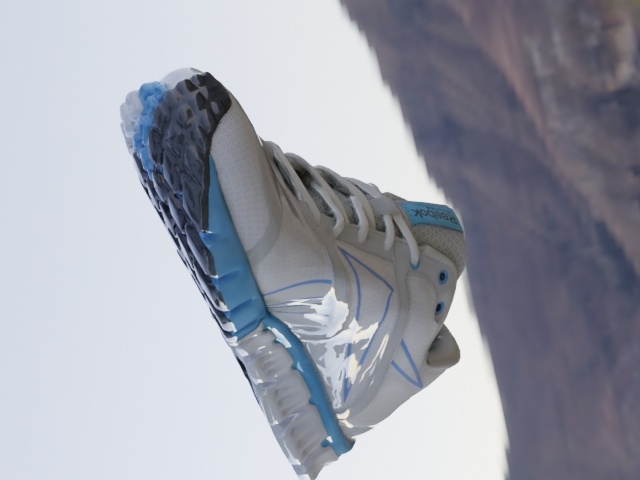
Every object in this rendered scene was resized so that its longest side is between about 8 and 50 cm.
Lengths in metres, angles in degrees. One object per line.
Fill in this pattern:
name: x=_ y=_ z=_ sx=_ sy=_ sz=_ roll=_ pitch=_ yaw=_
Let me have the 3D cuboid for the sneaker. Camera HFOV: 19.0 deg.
sneaker: x=0.000 y=0.000 z=0.575 sx=0.071 sy=0.083 sz=0.191 roll=62 pitch=178 yaw=31
